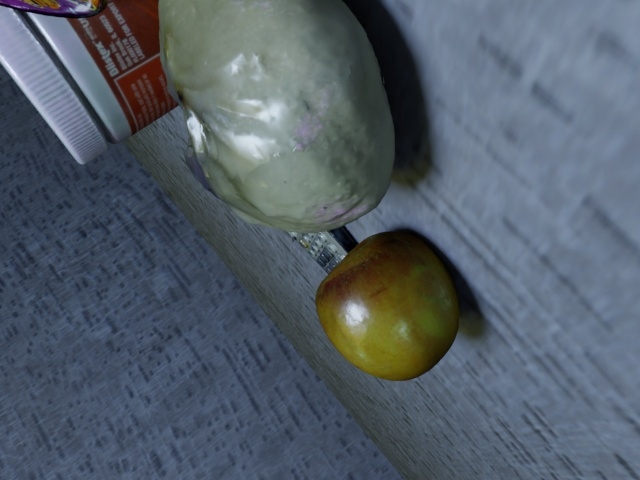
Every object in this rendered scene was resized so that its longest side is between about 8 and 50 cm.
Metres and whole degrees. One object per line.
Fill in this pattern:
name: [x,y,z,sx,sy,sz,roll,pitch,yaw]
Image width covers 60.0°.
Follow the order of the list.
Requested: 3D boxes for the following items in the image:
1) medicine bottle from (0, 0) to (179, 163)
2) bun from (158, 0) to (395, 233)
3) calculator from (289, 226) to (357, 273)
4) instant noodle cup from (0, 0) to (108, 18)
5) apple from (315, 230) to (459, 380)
medicine bottle: [-0.262,-0.257,0.662,0.252,0.241,0.252,46,164,18]
bun: [-0.049,-0.125,0.489,0.273,0.168,0.273,55,166,22]
calculator: [0.000,0.000,0.858,0.268,0.040,0.177,51,165,4]
instant noodle cup: [-0.261,-0.302,0.393,0.251,0.190,0.251,13,-178,0]
apple: [0.074,0.076,0.618,0.147,0.146,0.163,48,163,-1]
